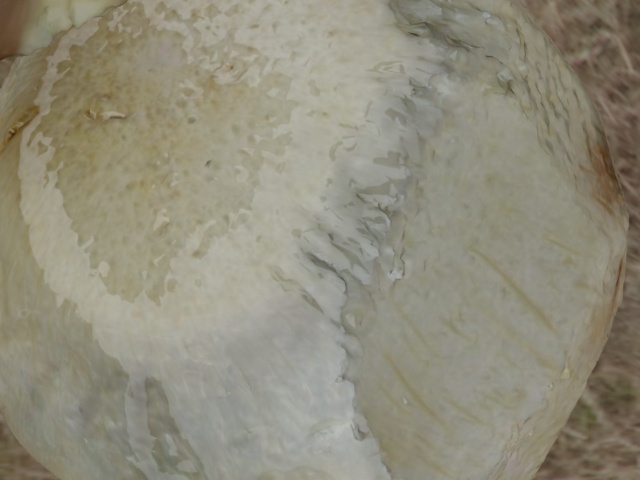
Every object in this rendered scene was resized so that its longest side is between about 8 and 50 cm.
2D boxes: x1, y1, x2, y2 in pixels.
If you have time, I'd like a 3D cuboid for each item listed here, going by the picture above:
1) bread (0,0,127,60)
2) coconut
[{"bbox_3d":[-0.195,-0.151,0.704,0.184,0.211,0.224,-22,106,-8],"label":"bread"},{"bbox_3d":[0.000,0.000,0.969,0.345,0.415,0.415,32,95,24],"label":"coconut"}]
